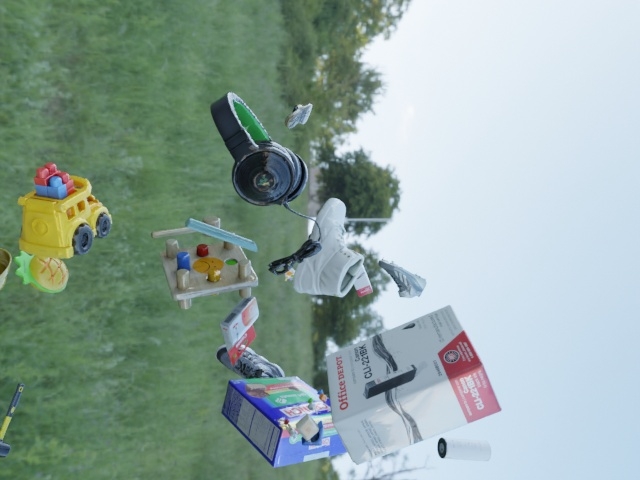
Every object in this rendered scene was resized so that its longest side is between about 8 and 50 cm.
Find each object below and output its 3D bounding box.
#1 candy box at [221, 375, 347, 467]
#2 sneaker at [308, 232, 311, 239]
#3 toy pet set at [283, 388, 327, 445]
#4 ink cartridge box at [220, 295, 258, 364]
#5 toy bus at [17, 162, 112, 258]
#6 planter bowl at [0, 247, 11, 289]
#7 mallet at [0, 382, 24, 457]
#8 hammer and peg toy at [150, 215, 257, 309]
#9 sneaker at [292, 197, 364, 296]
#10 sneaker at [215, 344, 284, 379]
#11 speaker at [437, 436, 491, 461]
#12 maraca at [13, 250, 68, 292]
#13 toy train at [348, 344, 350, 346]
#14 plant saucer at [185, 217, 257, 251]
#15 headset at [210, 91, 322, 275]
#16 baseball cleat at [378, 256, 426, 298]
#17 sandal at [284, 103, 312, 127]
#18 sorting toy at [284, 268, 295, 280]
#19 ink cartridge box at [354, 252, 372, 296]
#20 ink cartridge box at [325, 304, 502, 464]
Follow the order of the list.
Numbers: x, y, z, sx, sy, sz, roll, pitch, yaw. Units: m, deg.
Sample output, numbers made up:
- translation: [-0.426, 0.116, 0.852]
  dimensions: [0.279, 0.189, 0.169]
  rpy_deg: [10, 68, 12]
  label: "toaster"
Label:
- translation: [-0.100, 0.522, 1.583]
  dimensions: [0.317, 0.268, 0.122]
  rpy_deg: [20, -80, 51]
  label: "candy box"
- translation: [0.000, 0.000, 1.768]
  dimensions: [0.067, 0.078, 0.188]
  rpy_deg: [-48, 176, 7]
  label: "sneaker"
- translation: [-0.018, 0.425, 1.240]
  dimensions: [0.065, 0.122, 0.114]
  rpy_deg: [50, -4, -5]
  label: "toy pet set"
- translation: [-0.241, 0.285, 1.663]
  dimensions: [0.145, 0.045, 0.179]
  rpy_deg: [-50, 139, -46]
  label: "ink cartridge box"
- translation: [-0.620, -0.089, 1.291]
  dimensions: [0.220, 0.149, 0.212]
  rpy_deg: [-69, 165, -64]
  label: "toy bus"
- translation: [-1.117, 0.128, 1.760]
  dimensions: [0.217, 0.217, 0.090]
  rpy_deg: [-111, -169, -50]
  label: "planter bowl"
- translation: [-0.830, 0.483, 1.427]
  dimensions: [0.062, 0.039, 0.190]
  rpy_deg: [49, 44, -41]
  label: "mallet"
- translation: [-0.372, 0.062, 1.668]
  dimensions: [0.361, 0.265, 0.127]
  rpy_deg: [-131, -142, -52]
  label: "hammer and peg toy"
- translation: [0.054, 0.021, 1.440]
  dimensions: [0.108, 0.169, 0.293]
  rpy_deg: [50, 54, -51]
  label: "sneaker"
- translation: [-0.252, 0.458, 1.872]
  dimensions: [0.101, 0.268, 0.153]
  rpy_deg: [-62, -175, 7]
  label: "sneaker"
- translation: [0.388, 0.562, 1.433]
  dimensions: [0.055, 0.136, 0.055]
  rpy_deg: [-171, -90, -76]
  label: "speaker"
- translation: [-0.837, 0.094, 1.598]
  dimensions: [0.127, 0.099, 0.185]
  rpy_deg: [67, 13, 23]
  label: "maraca"
- translation: [0.185, 0.487, 2.115]
  dimensions: [0.248, 0.105, 0.143]
  rpy_deg: [63, 19, -10]
  label: "toy train"
- translation: [-0.253, -0.015, 1.370]
  dimensions: [0.018, 0.192, 0.067]
  rpy_deg: [-66, -162, 7]
  label: "plant saucer"
- translation: [-0.129, -0.128, 1.162]
  dimensions: [0.394, 0.185, 0.243]
  rpy_deg: [58, 10, 0]
  label: "headset"
- translation: [0.289, 0.147, 1.939]
  dimensions: [0.110, 0.205, 0.072]
  rpy_deg: [-64, -170, 2]
  label: "baseball cleat"
- translation: [-0.077, -0.418, 1.755]
  dimensions: [0.180, 0.049, 0.072]
  rpy_deg: [-43, 164, -55]
  label: "sandal"
- translation: [-0.091, 0.124, 1.912]
  dimensions: [0.083, 0.075, 0.045]
  rpy_deg: [124, -32, -80]
  label: "sorting toy"
- translation: [0.154, 0.138, 2.177]
  dimensions: [0.109, 0.063, 0.151]
  rpy_deg: [-92, 160, -74]
  label: "ink cartridge box"
- translation: [0.154, 0.257, 0.970]
  dimensions: [0.197, 0.272, 0.114]
  rpy_deg: [-98, 162, -67]
  label: "ink cartridge box"
